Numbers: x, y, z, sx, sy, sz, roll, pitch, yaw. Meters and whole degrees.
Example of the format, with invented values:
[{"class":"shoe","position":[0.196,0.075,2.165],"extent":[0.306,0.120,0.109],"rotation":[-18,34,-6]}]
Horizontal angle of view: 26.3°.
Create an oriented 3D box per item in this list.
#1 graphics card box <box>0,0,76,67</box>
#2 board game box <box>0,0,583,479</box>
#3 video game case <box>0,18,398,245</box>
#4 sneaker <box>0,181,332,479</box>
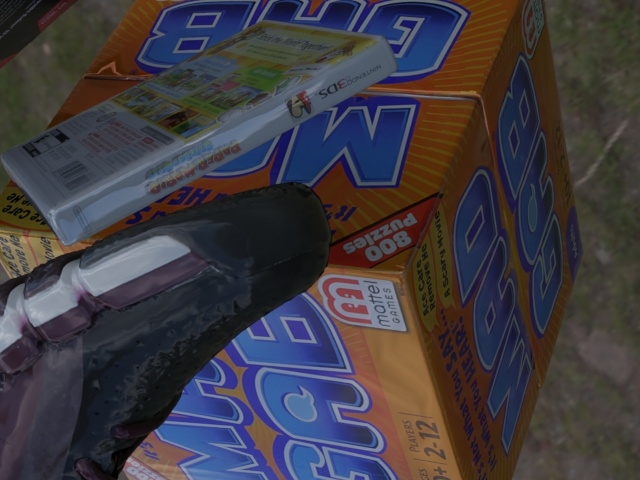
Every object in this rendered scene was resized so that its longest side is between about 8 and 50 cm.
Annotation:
[{"class":"graphics card box","position":[-0.355,-0.157,0.988],"extent":[0.233,0.371,0.094],"rotation":[-31,87,37]},{"class":"board game box","position":[0.000,0.000,1.200],"extent":[0.356,0.356,0.356],"rotation":[6,139,24]},{"class":"video game case","position":[-0.084,-0.074,0.826],"extent":[0.026,0.206,0.227],"rotation":[65,168,-18]},{"class":"sneaker","position":[-0.086,0.100,0.488],"extent":[0.281,0.106,0.162],"rotation":[-29,87,26]}]
